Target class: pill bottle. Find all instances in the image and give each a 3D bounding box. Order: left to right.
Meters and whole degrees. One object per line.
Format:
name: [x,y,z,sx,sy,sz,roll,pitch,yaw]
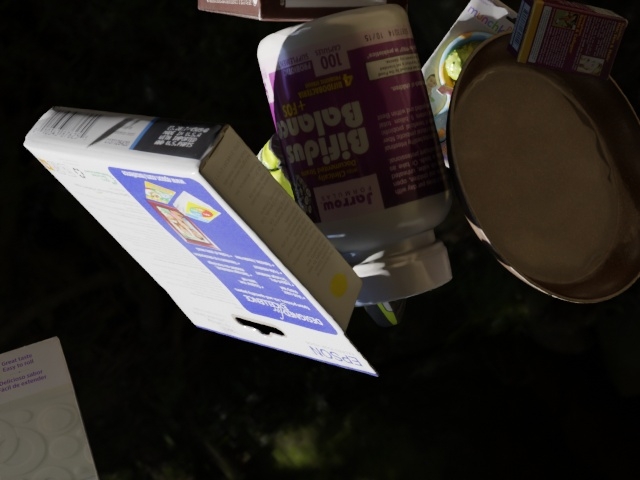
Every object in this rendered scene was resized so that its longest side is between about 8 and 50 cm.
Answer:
pill bottle: [0.046,-0.088,1.275,0.169,0.169,0.302,-56,-49,-84]

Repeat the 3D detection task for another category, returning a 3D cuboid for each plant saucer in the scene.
plant saucer: [0.248,-0.079,1.292,0.310,0.310,0.050,46,145,-15]

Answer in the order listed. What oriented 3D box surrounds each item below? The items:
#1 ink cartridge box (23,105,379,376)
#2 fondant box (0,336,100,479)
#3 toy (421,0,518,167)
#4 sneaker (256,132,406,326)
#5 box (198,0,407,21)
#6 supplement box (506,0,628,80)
ink cartridge box: [-0.108,-0.003,1.173,0.303,0.072,0.307,10,150,46]
fondant box: [-0.451,0.311,1.691,0.330,0.238,0.096,-120,17,-46]
toy: [0.216,-0.229,1.705,0.137,0.237,0.056,36,-171,0]
sneaker: [0.000,0.000,1.494,0.300,0.121,0.111,49,-146,-19]
box: [-0.034,-0.360,1.542,0.381,0.191,0.143,-148,56,-70]
supplement box: [0.208,-0.174,1.001,0.083,0.055,0.043,11,-158,-10]
